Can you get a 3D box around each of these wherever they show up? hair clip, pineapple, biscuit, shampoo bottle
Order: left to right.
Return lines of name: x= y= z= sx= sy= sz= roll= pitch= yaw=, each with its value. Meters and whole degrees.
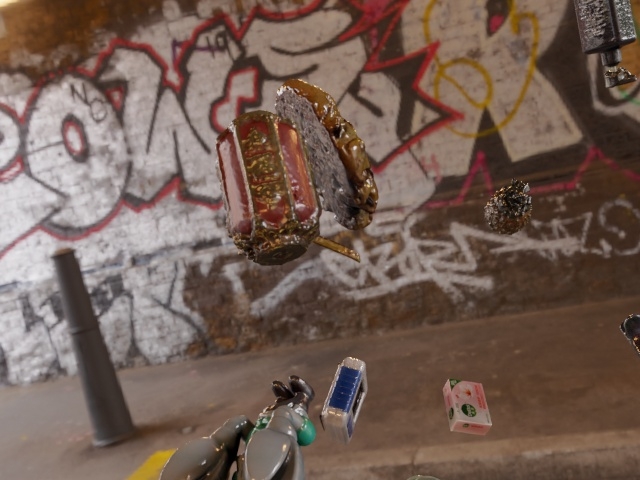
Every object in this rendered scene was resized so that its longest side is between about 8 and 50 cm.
biscuit: x=0.020 y=-0.175 z=1.456 sx=0.081 sy=0.334 sz=0.289 roll=-33 pitch=34 yaw=-16
pineapple: x=0.423 y=-0.081 z=1.578 sx=0.108 sy=0.108 sz=0.198 roll=-12 pitch=-18 yaw=0
shampoo bottle: x=0.531 y=-0.444 z=1.353 sx=0.071 sy=0.310 sz=0.098 roll=-16 pitch=8 yaw=-23
hair clip: x=0.763 y=0.304 z=1.637 sx=0.048 sy=0.275 sz=0.083 roll=-19 pitch=-20 yaw=3

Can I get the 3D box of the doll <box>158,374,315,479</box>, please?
doll: x=-0.097 y=0.282 z=0.883 sx=0.195 sy=0.153 sz=0.258 roll=-40 pitch=22 yaw=14

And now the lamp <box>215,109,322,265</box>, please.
lamp: x=-0.093 y=-0.095 z=1.269 sx=0.177 sy=0.274 sz=0.177 roll=-11 pitch=-22 yaw=-4

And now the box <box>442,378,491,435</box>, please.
box: x=0.342 y=0.389 z=1.679 sx=0.089 sy=0.043 sz=0.125 roll=10 pitch=38 yaw=-11

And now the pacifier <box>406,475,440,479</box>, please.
pacifier: x=0.262 y=0.682 z=1.858 sx=0.150 sy=0.126 sz=0.116 roll=-53 pitch=-9 yaw=24

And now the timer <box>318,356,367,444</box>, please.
timer: x=0.061 y=0.415 z=1.852 sx=0.078 sy=0.178 sz=0.253 roll=15 pitch=-26 yaw=13

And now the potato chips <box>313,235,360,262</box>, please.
potato chips: x=0.000 y=0.000 z=1.597 sx=0.203 sy=0.026 sz=0.037 roll=24 pitch=-6 yaw=-2
